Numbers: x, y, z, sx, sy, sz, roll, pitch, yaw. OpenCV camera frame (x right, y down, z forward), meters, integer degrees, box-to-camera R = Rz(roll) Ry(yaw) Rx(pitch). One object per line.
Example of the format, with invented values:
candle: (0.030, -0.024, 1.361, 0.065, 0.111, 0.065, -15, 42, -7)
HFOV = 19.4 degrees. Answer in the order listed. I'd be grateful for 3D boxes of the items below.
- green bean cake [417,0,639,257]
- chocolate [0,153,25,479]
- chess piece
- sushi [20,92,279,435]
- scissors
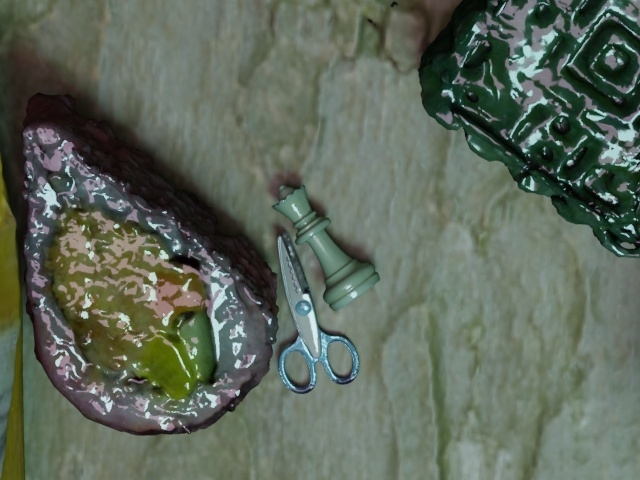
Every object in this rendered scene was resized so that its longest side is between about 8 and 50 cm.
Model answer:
green bean cake: (0.185, -0.120, 1.196, 0.193, 0.107, 0.208, 36, 106, -1)
chocolate: (-0.278, 0.061, 1.269, 0.162, 0.162, 0.445, 7, 110, 7)
chess piece: (0.000, 0.000, 1.293, 0.042, 0.042, 0.093, -33, 91, 16)
sushi: (-0.143, 0.028, 1.282, 0.241, 0.107, 0.161, 39, 105, -11)
scissors: (-0.011, 0.050, 1.319, 0.058, 0.014, 0.119, -12, 106, 8)
